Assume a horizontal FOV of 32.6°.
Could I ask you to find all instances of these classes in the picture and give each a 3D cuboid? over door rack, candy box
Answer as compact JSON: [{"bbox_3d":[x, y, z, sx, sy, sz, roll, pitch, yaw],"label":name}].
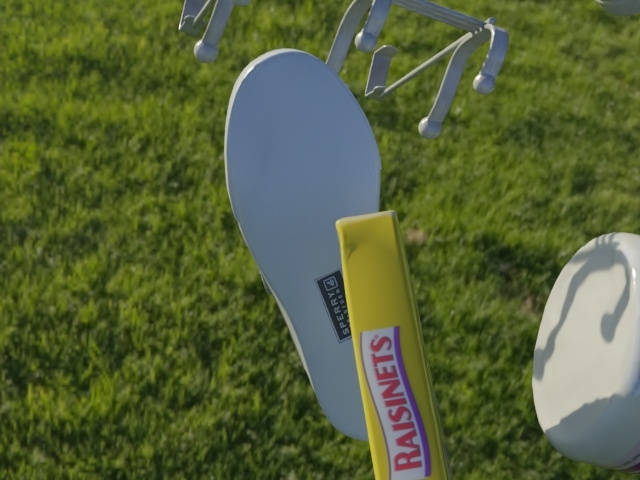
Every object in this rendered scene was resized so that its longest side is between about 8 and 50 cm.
[{"bbox_3d":[0.002,-0.177,1.021,0.239,0.108,0.324,17,0,-16],"label":"over door rack"},{"bbox_3d":[0.036,0.103,0.371,0.027,0.105,0.206,-11,65,5],"label":"candy box"}]

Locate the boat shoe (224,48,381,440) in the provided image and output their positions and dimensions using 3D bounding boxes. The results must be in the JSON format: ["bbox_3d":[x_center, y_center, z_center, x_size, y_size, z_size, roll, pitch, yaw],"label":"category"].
[{"bbox_3d":[0.000,0.000,0.805,0.108,0.301,0.102,-23,24,-6],"label":"boat shoe"}]

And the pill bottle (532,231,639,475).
[{"bbox_3d":[0.326,0.105,0.806,0.301,0.169,0.169,14,39,-12],"label":"pill bottle"}]

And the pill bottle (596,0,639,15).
[{"bbox_3d":[0.239,-0.303,0.988,0.216,0.121,0.121,36,25,-36],"label":"pill bottle"}]
